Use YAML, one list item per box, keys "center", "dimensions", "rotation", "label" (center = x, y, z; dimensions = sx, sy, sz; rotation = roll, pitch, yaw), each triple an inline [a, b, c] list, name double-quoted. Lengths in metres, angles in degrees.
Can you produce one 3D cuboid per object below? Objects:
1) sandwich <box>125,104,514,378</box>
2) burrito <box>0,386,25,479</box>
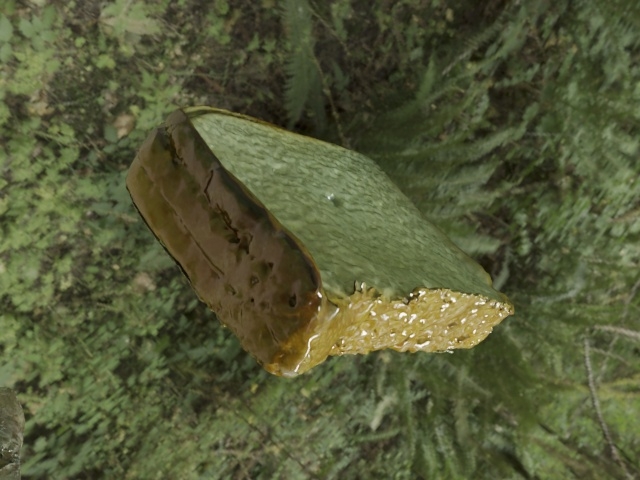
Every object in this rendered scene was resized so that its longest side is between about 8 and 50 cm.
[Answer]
- center: [0.000, 0.001, 0.537]
  dimensions: [0.251, 0.226, 0.087]
  rotation: [8, 126, -52]
  label: "sandwich"
- center: [-0.273, 0.172, 0.608]
  dimensions: [0.042, 0.171, 0.051]
  rotation: [-39, 112, -1]
  label: "burrito"
